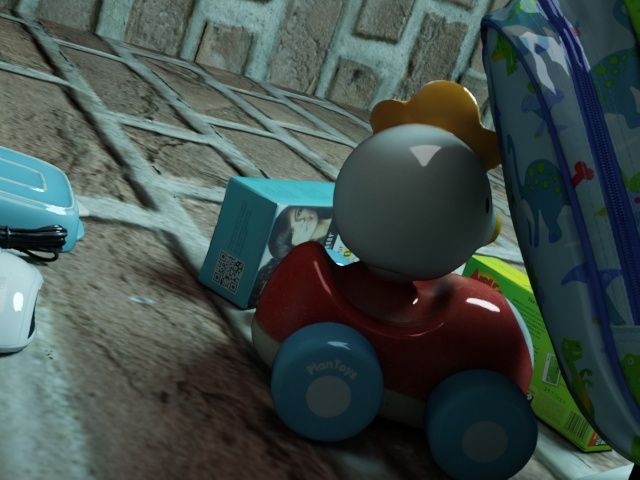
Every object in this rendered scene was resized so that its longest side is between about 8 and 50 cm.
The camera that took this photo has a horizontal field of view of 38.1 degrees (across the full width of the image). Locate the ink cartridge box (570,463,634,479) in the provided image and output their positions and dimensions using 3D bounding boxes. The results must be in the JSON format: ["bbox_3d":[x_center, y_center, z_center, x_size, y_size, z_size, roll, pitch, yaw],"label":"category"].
[{"bbox_3d":[0.264,0.199,0.547,0.261,0.066,0.296,2,-2,44],"label":"ink cartridge box"}]

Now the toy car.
[{"bbox_3d":[0.078,0.008,0.668,0.210,0.237,0.219,18,15,-6],"label":"toy car"}]

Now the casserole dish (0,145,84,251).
[{"bbox_3d":[-0.278,-0.048,0.765,0.188,0.037,0.114,18,23,-32],"label":"casserole dish"}]

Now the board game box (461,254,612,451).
[{"bbox_3d":[0.186,0.091,0.791,0.043,0.092,0.181,8,18,-41],"label":"board game box"}]

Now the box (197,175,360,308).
[{"bbox_3d":[0.000,0.000,0.877,0.060,0.100,0.244,29,18,32],"label":"box"}]

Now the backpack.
[{"bbox_3d":[0.225,-0.012,0.546,0.274,0.355,0.290,3,0,16],"label":"backpack"}]

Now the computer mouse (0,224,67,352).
[{"bbox_3d":[-0.224,0.019,0.639,0.106,0.042,0.193,14,15,-23],"label":"computer mouse"}]

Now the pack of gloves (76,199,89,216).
[{"bbox_3d":[-0.349,-0.058,0.803,0.195,0.046,0.232,40,21,19],"label":"pack of gloves"}]
